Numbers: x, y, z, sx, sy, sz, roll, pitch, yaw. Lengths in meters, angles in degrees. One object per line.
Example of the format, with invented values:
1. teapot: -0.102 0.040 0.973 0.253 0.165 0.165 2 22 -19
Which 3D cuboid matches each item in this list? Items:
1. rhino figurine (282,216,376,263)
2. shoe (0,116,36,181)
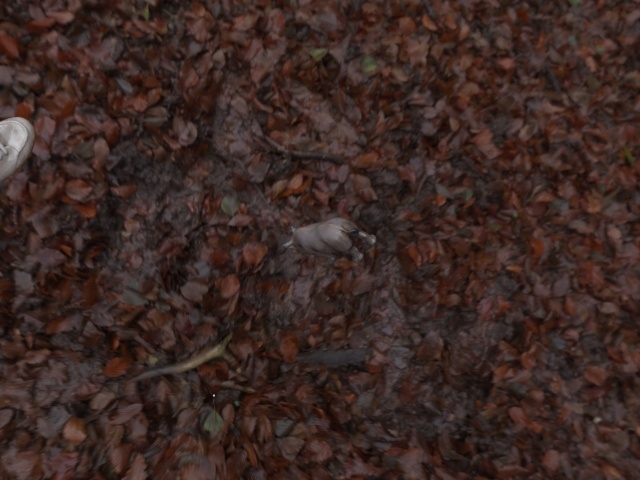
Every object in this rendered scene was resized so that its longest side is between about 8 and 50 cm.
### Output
1. rhino figurine: 0.000 0.000 1.077 0.106 0.243 0.073 32 67 -32
2. shoe: -0.562 -0.120 0.819 0.076 0.058 0.219 45 75 -24
